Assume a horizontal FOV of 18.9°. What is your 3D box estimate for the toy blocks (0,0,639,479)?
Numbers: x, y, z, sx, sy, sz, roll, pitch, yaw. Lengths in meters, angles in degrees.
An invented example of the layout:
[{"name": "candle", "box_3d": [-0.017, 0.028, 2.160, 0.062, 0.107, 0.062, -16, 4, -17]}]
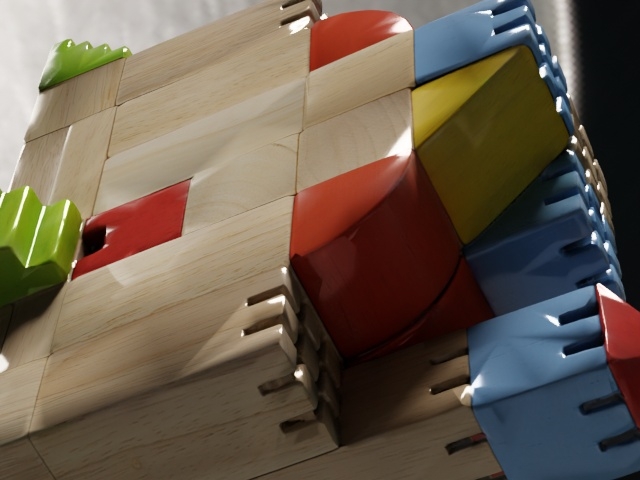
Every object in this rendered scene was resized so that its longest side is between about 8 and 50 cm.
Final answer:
[{"name": "toy blocks", "box_3d": [0.000, 0.000, 0.772, 0.381, 0.261, 0.191, -87, 153, -58]}]
